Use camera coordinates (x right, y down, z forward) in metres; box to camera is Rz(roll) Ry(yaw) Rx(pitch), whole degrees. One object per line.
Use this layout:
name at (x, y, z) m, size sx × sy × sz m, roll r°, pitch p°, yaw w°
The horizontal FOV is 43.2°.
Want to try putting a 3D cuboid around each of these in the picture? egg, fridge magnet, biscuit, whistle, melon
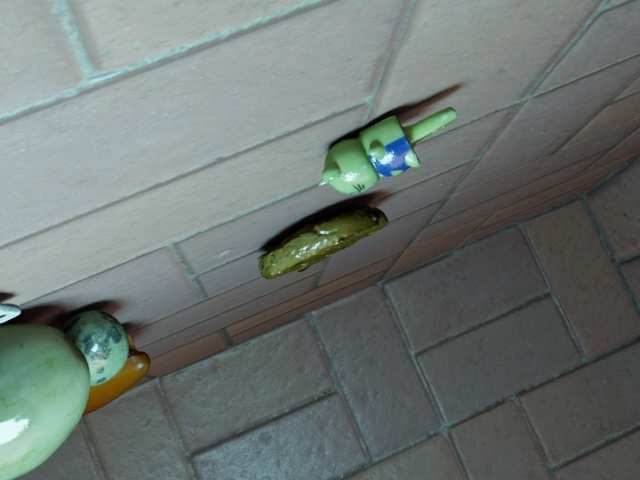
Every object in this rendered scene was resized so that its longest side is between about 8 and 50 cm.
egg at (-0.435, 0.203, 1.538) m, size 0.141 × 0.141 × 0.181 m, roll -17°, pitch 162°, yaw -35°
fridge magnet at (-0.563, 0.322, 1.823) m, size 0.364 × 0.155 × 0.363 m, roll -23°, pitch 171°, yaw -4°
biscuit at (-0.001, -0.001, 1.682) m, size 0.296 × 0.075 × 0.296 m, roll -25°, pitch 175°, yaw -2°
whistle at (0.098, -0.134, 1.191) m, size 0.227 × 0.085 × 0.105 m, roll -26°, pitch 179°, yaw 9°
melon at (-0.534, 0.270, 1.337) m, size 0.308 × 0.271 × 0.272 m, roll -18°, pitch 172°, yaw 12°

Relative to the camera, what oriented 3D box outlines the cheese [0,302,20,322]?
cheese at (-0.481, 0.094, 1.121) m, size 0.127 × 0.049 × 0.235 m, roll -27°, pitch 171°, yaw 1°
